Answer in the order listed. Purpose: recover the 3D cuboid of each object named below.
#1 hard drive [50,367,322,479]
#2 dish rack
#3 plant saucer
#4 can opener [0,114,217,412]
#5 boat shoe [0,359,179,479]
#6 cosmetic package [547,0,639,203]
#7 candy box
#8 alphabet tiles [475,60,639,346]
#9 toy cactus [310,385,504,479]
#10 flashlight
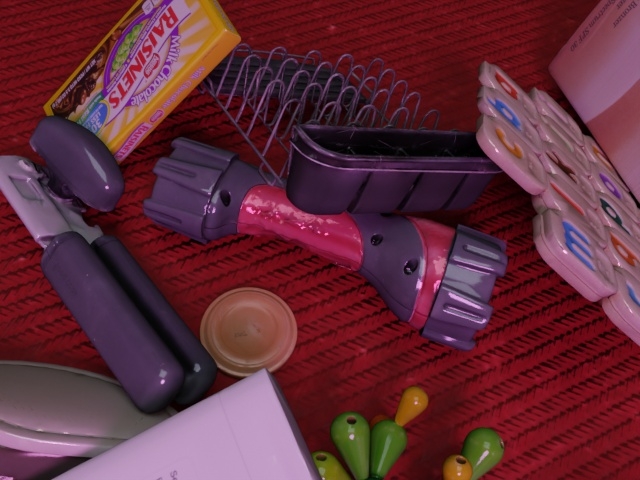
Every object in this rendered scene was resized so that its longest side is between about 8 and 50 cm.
[{"bbox_3d":[-0.140,0.257,0.406,0.353,0.047,0.233,-27,61,-1],"label":"hard drive"},{"bbox_3d":[0.011,-0.118,0.638,0.208,0.074,0.271,-3,39,-35],"label":"dish rack"},{"bbox_3d":[-0.061,0.077,0.610,0.084,0.013,0.083,3,59,-5],"label":"plant saucer"},{"bbox_3d":[-0.174,0.004,0.576,0.283,0.095,0.076,46,20,25],"label":"can opener"},{"bbox_3d":[-0.261,0.141,0.499,0.324,0.116,0.096,11,99,-15],"label":"boat shoe"},{"bbox_3d":[0.369,-0.108,0.678,0.129,0.153,0.296,-7,58,-31],"label":"cosmetic package"},{"bbox_3d":[-0.168,-0.151,0.650,0.206,0.027,0.105,-40,66,20],"label":"candy box"},{"bbox_3d":[0.232,-0.032,0.616,0.278,0.021,0.284,39,34,-14],"label":"alphabet tiles"},{"bbox_3d":[0.036,0.212,0.508,0.219,0.112,0.180,-16,82,-18],"label":"toy cactus"},{"bbox_3d":[0.000,0.000,0.616,0.304,0.103,0.103,18,85,5],"label":"flashlight"}]
